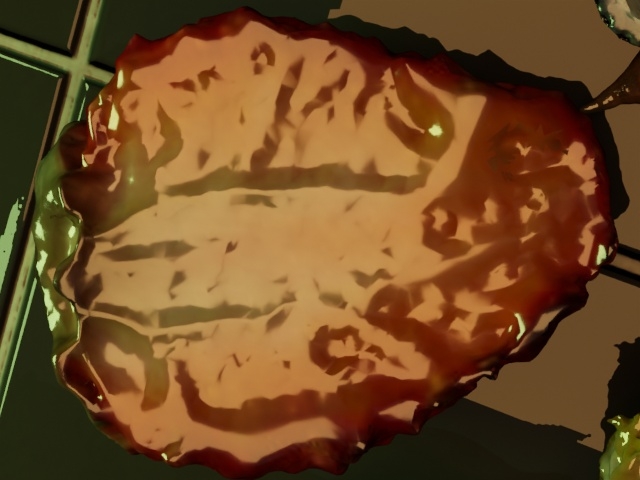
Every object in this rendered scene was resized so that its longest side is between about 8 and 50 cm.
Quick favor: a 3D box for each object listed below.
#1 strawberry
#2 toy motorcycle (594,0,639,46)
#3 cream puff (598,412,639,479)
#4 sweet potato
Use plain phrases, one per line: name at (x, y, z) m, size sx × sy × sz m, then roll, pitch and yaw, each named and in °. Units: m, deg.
strawberry at (0.000, 0.000, 0.731) m, size 0.336 × 0.149 × 0.265 m, roll -9°, pitch 89°, yaw 6°
toy motorcycle at (0.214, -0.240, 0.641) m, size 0.239 × 0.108 × 0.204 m, roll -33°, pitch 76°, yaw 3°
cream puff at (0.245, 0.169, 0.657) m, size 0.241 × 0.155 × 0.268 m, roll -19°, pitch 97°, yaw -25°
sweet potato at (0.201, -0.101, 0.699) m, size 0.117 × 0.049 × 0.049 m, roll -28°, pitch 90°, yaw 14°
